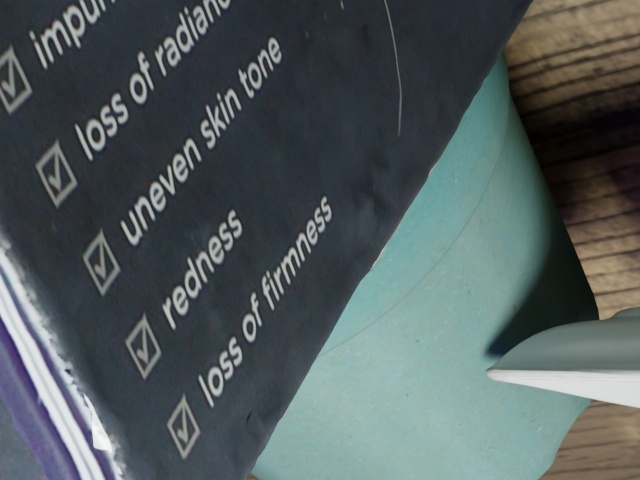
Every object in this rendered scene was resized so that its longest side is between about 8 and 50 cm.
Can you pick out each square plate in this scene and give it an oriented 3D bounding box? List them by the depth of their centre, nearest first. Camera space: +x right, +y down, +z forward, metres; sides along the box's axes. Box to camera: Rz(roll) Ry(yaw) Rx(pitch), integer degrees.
[{"bbox_3d":[0.330,0.070,0.953,0.344,0.049,0.347,-7,167,42],"label":"square plate"}]

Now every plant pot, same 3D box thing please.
[{"bbox_3d":[0.000,0.000,1.037,0.341,0.341,0.334,-5,144,28],"label":"plant pot"}]

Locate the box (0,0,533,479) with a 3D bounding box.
[{"bbox_3d":[-0.160,-0.199,0.627,0.297,0.480,0.472,-6,119,28],"label":"box"}]
